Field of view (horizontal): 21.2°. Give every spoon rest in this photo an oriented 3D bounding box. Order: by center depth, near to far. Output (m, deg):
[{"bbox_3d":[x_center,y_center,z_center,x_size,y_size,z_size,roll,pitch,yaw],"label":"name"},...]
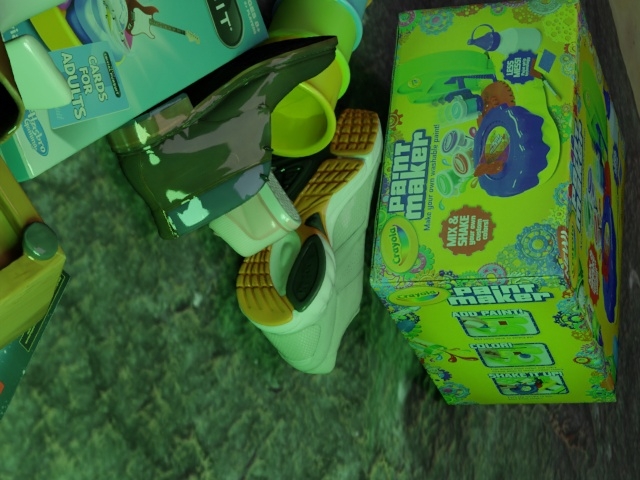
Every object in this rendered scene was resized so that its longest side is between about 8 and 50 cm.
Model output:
[{"bbox_3d":[-0.189,-0.188,1.114,0.276,0.084,0.137,-86,153,-45],"label":"spoon rest"}]

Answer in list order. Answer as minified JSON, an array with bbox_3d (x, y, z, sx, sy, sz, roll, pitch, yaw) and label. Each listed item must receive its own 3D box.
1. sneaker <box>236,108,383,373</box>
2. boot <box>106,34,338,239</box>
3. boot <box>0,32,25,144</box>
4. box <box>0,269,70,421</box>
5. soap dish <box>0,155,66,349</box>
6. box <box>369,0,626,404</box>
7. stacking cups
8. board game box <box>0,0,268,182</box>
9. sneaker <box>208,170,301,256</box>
[{"bbox_3d":[0.000,0.000,1.489,0.121,0.099,0.262,67,34,-45],"label":"sneaker"},{"bbox_3d":[-0.066,-0.088,1.368,0.219,0.082,0.106,-27,108,-26],"label":"boot"},{"bbox_3d":[-0.260,-0.213,0.917,0.264,0.096,0.280,58,13,-44],"label":"boot"},{"bbox_3d":[-0.262,0.061,1.092,0.159,0.044,0.233,54,40,-34],"label":"box"},{"bbox_3d":[-0.291,-0.033,0.940,0.291,0.118,0.229,57,42,-5],"label":"soap dish"},{"bbox_3d":[0.178,-0.029,1.617,0.279,0.177,0.290,55,37,-56],"label":"box"},{"bbox_3d":[0.001,-0.220,1.543,0.096,0.096,0.316,52,39,-36],"label":"stacking cups"},{"bbox_3d":[-0.187,-0.213,1.256,0.336,0.079,0.253,-40,115,-54],"label":"board game box"},{"bbox_3d":[-0.074,-0.045,1.417,0.051,0.070,0.134,22,33,-58],"label":"sneaker"}]
